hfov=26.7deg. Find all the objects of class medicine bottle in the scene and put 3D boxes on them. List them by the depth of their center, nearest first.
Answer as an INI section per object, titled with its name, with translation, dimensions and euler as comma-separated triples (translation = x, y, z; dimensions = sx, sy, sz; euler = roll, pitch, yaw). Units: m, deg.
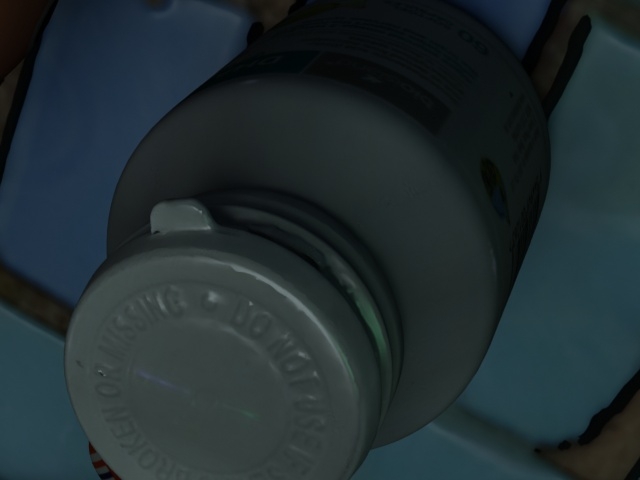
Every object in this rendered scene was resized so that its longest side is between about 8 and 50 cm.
[medicine bottle]
translation = 0.000, 0.000, 0.465
dimensions = 0.135, 0.215, 0.135
euler = 7, 115, 16

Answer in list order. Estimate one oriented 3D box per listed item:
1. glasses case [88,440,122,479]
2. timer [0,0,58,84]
[glasses case]
translation = -0.031, 0.144, 0.638
dimensions = 0.194, 0.049, 0.073
euler = 41, 120, -3
[timer]
translation = -0.199, -0.135, 0.465
dimensions = 0.229, 0.230, 0.215
euler = 5, 125, 17
